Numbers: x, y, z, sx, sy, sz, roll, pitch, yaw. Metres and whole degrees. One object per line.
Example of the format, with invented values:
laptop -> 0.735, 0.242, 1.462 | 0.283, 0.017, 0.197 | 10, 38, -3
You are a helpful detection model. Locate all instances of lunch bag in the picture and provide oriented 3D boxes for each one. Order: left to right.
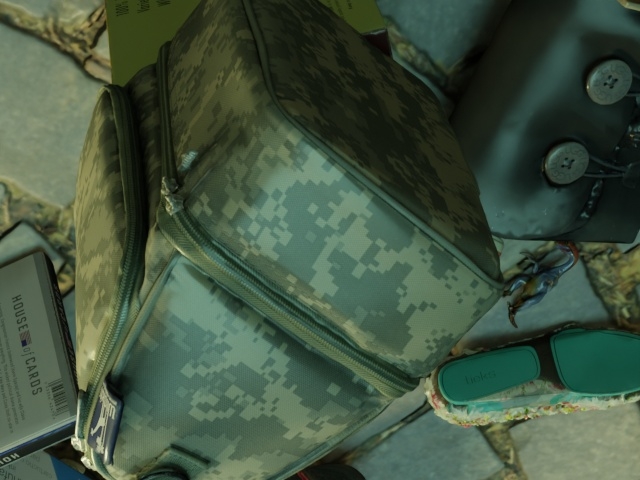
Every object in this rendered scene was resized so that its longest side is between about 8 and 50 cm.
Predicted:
lunch bag -> -0.050, 0.001, 1.020 | 0.212, 0.305, 0.256 | 33, 111, -25

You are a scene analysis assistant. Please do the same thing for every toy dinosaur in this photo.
toy dinosaur -> 0.207, 0.034, 1.514 | 0.082, 0.047, 0.090 | -28, 158, -3

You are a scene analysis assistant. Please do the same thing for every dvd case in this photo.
dvd case -> -0.324, 0.129, 1.377 | 0.238, 0.179, 0.029 | -23, 146, 5

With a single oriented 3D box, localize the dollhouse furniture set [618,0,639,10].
dollhouse furniture set -> 0.312, -0.193, 1.121 | 0.101, 0.182, 0.161 | 7, 121, -28

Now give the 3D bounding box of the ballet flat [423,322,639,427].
ballet flat -> 0.218, 0.134, 1.558 | 0.240, 0.091, 0.077 | -4, 155, -3

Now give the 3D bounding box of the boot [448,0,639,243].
boot -> 0.179, -0.214, 1.275 | 0.367, 0.146, 0.445 | 14, 125, -18

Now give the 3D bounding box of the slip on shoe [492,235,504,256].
slip on shoe -> 0.000, 0.000, 1.368 | 0.331, 0.123, 0.101 | 4, 105, -22

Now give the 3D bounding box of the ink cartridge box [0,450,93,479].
ink cartridge box -> -0.293, 0.335, 1.395 | 0.129, 0.307, 0.223 | -27, 132, 27

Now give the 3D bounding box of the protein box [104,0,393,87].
protein box -> -0.051, -0.125, 1.241 | 0.201, 0.200, 0.136 | -14, 124, -1

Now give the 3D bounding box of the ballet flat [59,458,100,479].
ballet flat -> -0.211, 0.274, 1.587 | 0.057, 0.049, 0.173 | -19, 123, 30

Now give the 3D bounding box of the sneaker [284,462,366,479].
sneaker -> -0.037, 0.347, 1.644 | 0.136, 0.116, 0.314 | 14, 119, -48
